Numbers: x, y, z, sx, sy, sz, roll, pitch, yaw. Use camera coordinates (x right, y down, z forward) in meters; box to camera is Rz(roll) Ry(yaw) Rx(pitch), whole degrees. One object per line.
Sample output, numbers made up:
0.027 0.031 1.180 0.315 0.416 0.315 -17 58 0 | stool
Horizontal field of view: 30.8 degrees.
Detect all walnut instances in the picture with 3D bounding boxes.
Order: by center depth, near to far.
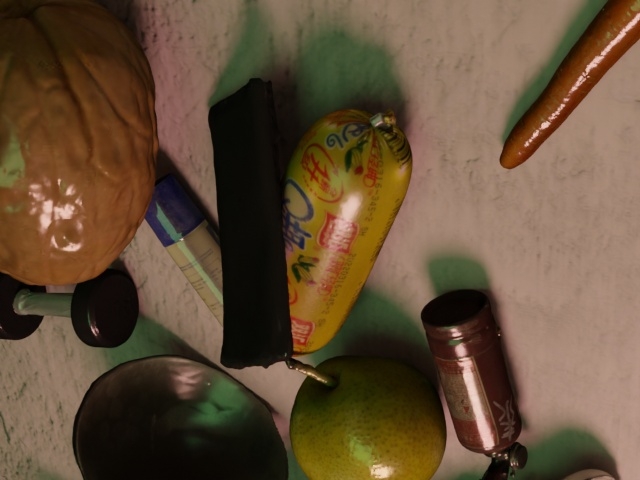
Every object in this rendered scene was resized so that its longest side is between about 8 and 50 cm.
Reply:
-0.302 -0.107 1.223 0.277 0.252 0.313 23 130 15 | walnut

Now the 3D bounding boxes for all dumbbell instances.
-0.331 0.081 1.465 0.191 0.100 0.100 1 120 28 | dumbbell

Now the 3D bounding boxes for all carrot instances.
0.229 -0.145 1.038 0.043 0.043 0.248 38 132 3 | carrot

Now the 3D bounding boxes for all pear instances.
0.043 0.191 1.277 0.180 0.166 0.216 2 135 49 | pear

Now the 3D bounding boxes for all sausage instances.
0.000 0.000 1.208 0.123 0.123 0.347 31 129 9 | sausage

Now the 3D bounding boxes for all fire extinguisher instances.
0.162 0.185 1.249 0.075 0.106 0.252 18 131 53 | fire extinguisher

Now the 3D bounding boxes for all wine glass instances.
-0.228 0.362 1.509 0.267 0.267 0.406 35 136 5 | wine glass

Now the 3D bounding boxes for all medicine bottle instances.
-0.128 0.031 1.343 0.059 0.059 0.231 -24 106 38 | medicine bottle

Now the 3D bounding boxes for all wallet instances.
-0.074 -0.012 1.185 0.146 0.030 0.285 -12 81 60 | wallet

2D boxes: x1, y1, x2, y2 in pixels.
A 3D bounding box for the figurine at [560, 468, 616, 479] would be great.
0.224 0.326 1.329 0.141 0.166 0.250 47 113 46 | figurine
